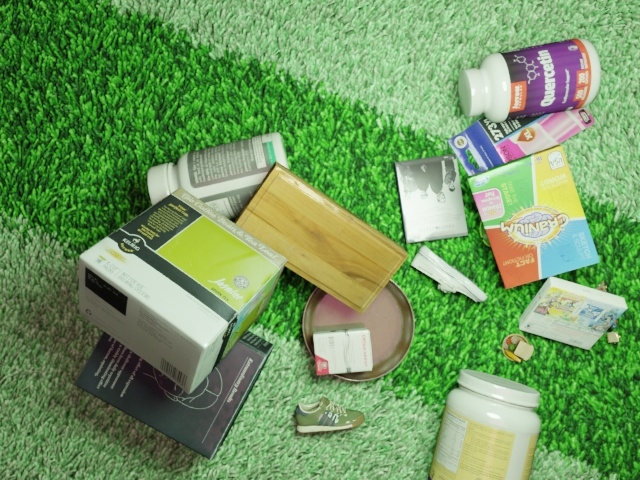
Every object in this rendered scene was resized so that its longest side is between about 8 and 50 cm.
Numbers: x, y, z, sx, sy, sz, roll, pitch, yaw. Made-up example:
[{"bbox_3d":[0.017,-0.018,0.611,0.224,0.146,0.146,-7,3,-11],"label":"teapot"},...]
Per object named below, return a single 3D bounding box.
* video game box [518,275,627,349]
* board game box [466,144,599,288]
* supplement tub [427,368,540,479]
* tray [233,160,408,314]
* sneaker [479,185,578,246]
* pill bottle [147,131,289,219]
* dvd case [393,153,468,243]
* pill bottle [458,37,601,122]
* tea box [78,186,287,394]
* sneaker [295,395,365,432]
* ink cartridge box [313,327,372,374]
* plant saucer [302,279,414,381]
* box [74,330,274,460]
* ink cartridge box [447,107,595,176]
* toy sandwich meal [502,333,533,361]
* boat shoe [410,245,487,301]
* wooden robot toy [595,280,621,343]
[{"bbox_3d":[0.673,0.198,1.389,0.205,0.187,0.048,17,44,1],"label":"video game box"},{"bbox_3d":[0.550,-0.058,1.343,0.242,0.064,0.316,-20,97,17],"label":"board game box"},{"bbox_3d":[0.425,0.525,1.330,0.241,0.241,0.331,14,87,1],"label":"supplement tub"},{"bbox_3d":[0.000,0.000,1.321,0.411,0.076,0.202,33,103,-15],"label":"tray"},{"bbox_3d":[0.571,-0.088,1.422,0.296,0.123,0.109,-32,87,-1],"label":"sneaker"},{"bbox_3d":[-0.262,-0.157,1.393,0.361,0.204,0.204,-13,87,-1],"label":"pill bottle"},{"bbox_3d":[0.315,-0.119,1.474,0.180,0.029,0.238,-7,87,0],"label":"dvd case"},{"bbox_3d":[0.541,-0.414,1.356,0.323,0.181,0.181,-10,87,2],"label":"pill bottle"},{"bbox_3d":[-0.312,0.103,1.190,0.329,0.220,0.323,34,45,9],"label":"tea box"},{"bbox_3d":[0.022,0.474,1.422,0.192,0.064,0.086,-8,92,3],"label":"sneaker"},{"bbox_3d":[0.060,0.297,1.387,0.151,0.063,0.109,-5,87,0],"label":"ink cartridge box"},{"bbox_3d":[0.105,0.235,1.445,0.311,0.050,0.310,0,86,0],"label":"plant saucer"},{"bbox_3d":[-0.367,0.325,1.362,0.396,0.212,0.293,28,87,3],"label":"box"},{"bbox_3d":[0.570,-0.311,1.469,0.371,0.069,0.175,-30,86,1],"label":"ink cartridge box"},{"bbox_3d":[0.554,0.303,1.446,0.086,0.029,0.085,0,87,0],"label":"toy sandwich meal"},{"bbox_3d":[0.357,0.109,1.444,0.226,0.083,0.075,40,100,14],"label":"boat shoe"},{"bbox_3d":[0.781,0.203,1.446,0.079,0.076,0.173,-16,86,35],"label":"wooden robot toy"}]
